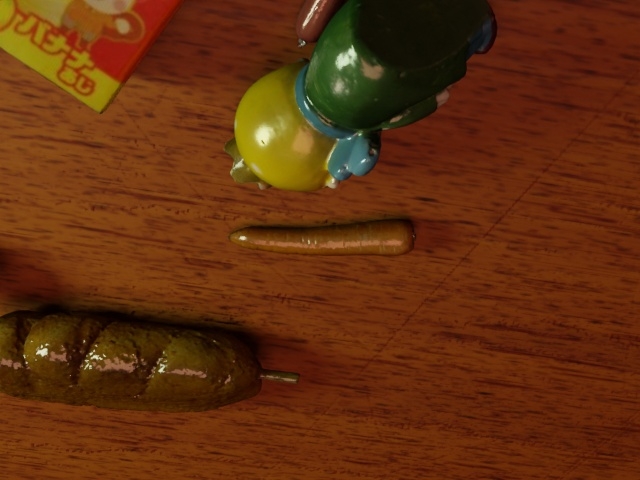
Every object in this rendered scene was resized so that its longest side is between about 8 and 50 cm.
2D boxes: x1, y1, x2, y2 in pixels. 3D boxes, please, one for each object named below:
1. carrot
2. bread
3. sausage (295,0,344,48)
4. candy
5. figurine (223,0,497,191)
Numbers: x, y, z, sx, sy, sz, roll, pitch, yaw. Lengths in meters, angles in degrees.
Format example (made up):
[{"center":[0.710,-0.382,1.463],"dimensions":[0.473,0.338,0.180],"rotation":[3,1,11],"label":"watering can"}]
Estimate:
[{"center":[0.000,0.000,0.840],"dimensions":[0.190,0.037,0.037],"rotation":[-2,125,5],"label":"carrot"},{"center":[-0.194,0.131,0.911],"dimensions":[0.344,0.084,0.124],"rotation":[4,148,-1],"label":"bread"},{"center":[0.034,-0.245,0.667],"dimensions":[0.029,0.029,0.223],"rotation":[24,123,-15],"label":"sausage"},{"center":[-0.148,-0.244,0.638],"dimensions":[0.146,0.088,0.276],"rotation":[33,121,-19],"label":"candy"},{"center":[0.026,-0.125,0.711],"dimensions":[0.127,0.185,0.234],"rotation":[47,145,4],"label":"figurine"}]
